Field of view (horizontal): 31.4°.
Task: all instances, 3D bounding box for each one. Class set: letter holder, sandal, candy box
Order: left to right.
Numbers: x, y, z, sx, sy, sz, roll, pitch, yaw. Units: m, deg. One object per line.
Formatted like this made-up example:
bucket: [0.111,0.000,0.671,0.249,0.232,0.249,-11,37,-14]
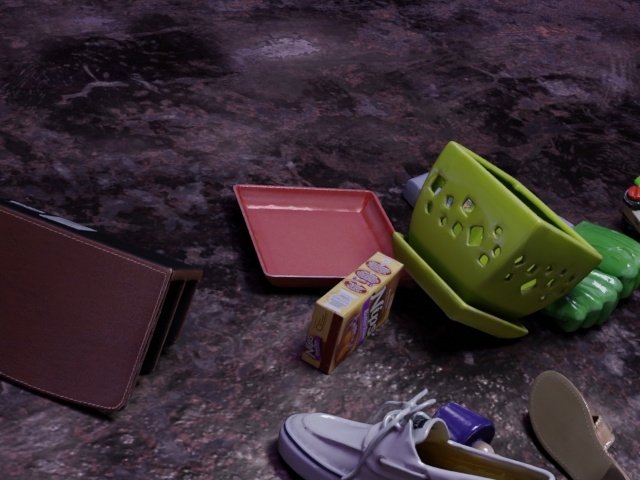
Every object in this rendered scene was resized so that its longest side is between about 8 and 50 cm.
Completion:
letter holder: [-0.349,0.088,1.542,0.302,0.214,0.152,20,1,9]
candy box: [0.049,0.104,1.685,0.053,0.109,0.187,27,35,19]
sandal: [0.375,0.292,1.587,0.079,0.088,0.240,28,25,-45]

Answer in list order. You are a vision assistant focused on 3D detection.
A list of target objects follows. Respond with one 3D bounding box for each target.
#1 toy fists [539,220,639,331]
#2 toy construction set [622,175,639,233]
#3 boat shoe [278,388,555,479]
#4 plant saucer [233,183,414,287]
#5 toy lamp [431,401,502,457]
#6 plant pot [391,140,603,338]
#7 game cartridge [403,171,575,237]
toy fists: [0.457,0.064,1.923,0.142,0.096,0.279,22,34,29]
toy construction set: [0.692,-0.043,2.121,0.215,0.151,0.327,-20,33,-7]
boat shoe: [0.117,0.255,1.402,0.367,0.156,0.136,20,23,27]
plant saucer: [0.000,0.000,1.879,0.259,0.047,0.258,2,35,-20]
toy lamp: [0.249,0.310,1.466,0.080,0.080,0.275,-17,45,-39]
plant pot: [0.260,0.014,1.770,0.228,0.207,0.227,22,20,-48]
game cartridge: [0.304,-0.044,2.063,0.294,0.060,0.196,36,42,29]
